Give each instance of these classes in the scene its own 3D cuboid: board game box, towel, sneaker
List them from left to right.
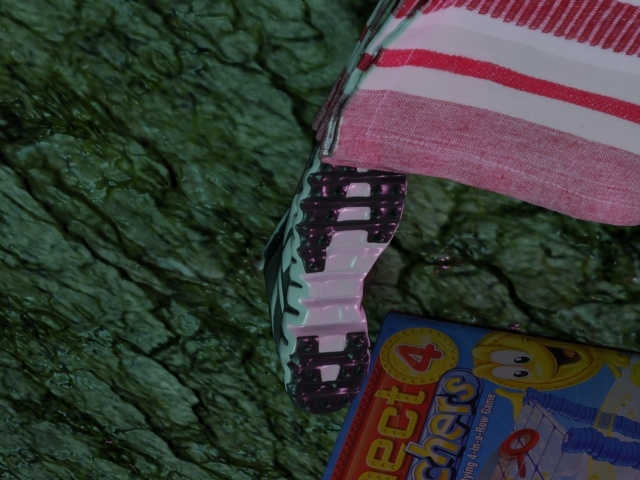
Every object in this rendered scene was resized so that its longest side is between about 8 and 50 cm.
[{"bbox_3d":[0.000,0.000,0.954,0.078,0.106,0.234,-2,118,-22],"label":"sneaker"},{"bbox_3d":[0.150,0.206,0.923,0.301,0.308,0.086,9,135,16],"label":"board game box"},{"bbox_3d":[0.159,-0.129,0.726,0.237,0.037,0.329,10,141,-18],"label":"towel"}]
